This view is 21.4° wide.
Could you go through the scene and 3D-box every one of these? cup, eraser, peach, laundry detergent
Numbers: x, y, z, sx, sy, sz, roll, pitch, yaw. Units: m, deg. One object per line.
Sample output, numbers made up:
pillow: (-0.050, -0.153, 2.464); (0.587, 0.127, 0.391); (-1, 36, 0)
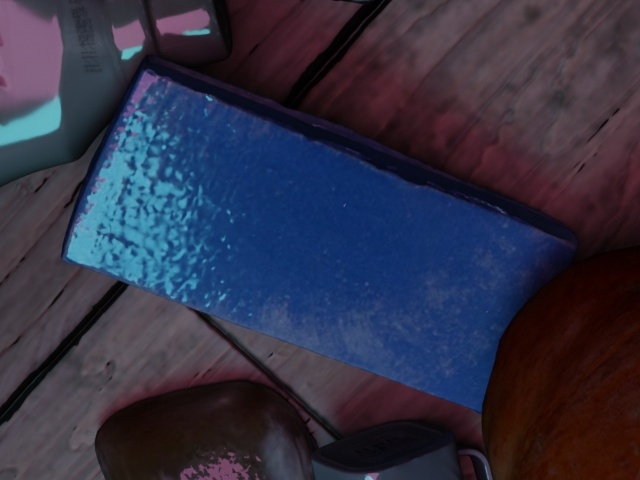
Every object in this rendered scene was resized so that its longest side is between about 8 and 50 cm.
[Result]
cup: (0.068, 0.195, 1.160); (0.128, 0.095, 0.130); (-17, 103, -25)
eraser: (0.000, 0.000, 1.096); (0.311, 0.043, 0.144); (21, 110, -16)
peach: (0.231, 0.102, 1.043); (0.232, 0.232, 0.257); (35, 113, -2)
laundry detergent: (-0.260, -0.124, 1.098); (0.397, 0.125, 0.264); (-12, 102, 7)

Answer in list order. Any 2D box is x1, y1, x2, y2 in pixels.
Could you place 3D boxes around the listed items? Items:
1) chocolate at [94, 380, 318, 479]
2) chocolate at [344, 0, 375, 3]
chocolate: (-0.063, 0.233, 1.194); (0.156, 0.080, 0.254); (-14, 103, 12)
chocolate: (-0.002, -0.235, 1.023); (0.221, 0.147, 0.221); (1, 108, 4)
